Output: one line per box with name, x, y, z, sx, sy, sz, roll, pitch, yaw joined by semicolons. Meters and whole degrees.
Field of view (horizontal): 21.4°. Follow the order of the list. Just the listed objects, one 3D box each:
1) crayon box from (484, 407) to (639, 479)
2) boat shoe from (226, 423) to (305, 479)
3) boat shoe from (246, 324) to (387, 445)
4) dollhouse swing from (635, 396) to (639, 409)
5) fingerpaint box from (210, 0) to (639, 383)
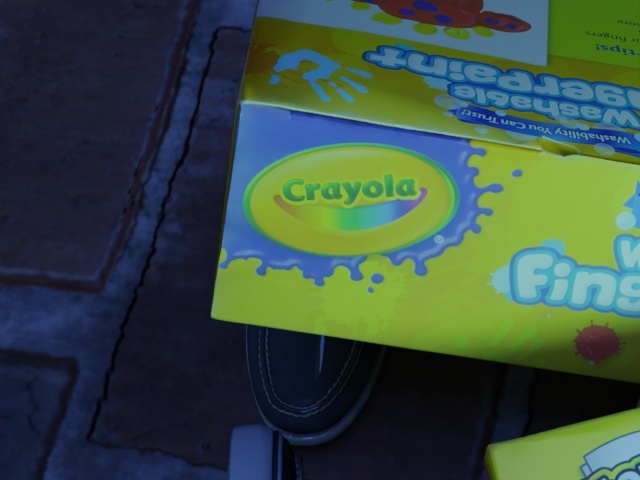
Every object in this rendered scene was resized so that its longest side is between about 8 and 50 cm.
crayon box;0.302;0.224;0.923;0.363;0.106;0.313;-14;72;4
boat shoe;0.002;0.287;1.167;0.119;0.121;0.335;-8;71;-2
boat shoe;0.000;0.000;1.321;0.116;0.099;0.319;4;62;15
dollhouse swing;0.395;0.198;1.159;0.347;0.305;0.315;17;107;19
fingerpaint box;0.167;-0.073;1.147;0.445;0.163;0.371;8;31;-3
